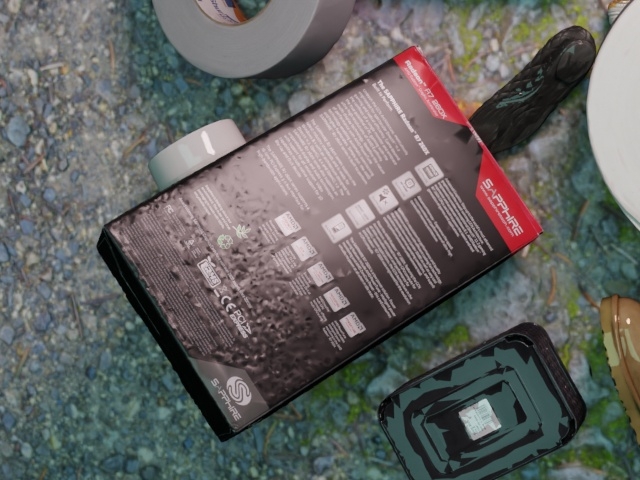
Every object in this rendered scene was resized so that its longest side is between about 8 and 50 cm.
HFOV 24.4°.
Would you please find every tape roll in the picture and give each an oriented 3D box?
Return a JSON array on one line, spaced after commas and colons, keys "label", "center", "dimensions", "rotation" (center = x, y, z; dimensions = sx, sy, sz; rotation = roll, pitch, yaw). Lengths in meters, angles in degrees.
[{"label": "tape roll", "center": [-0.068, -0.274, 1.503], "dimensions": [0.219, 0.072, 0.219], "rotation": [4, 97, 33]}, {"label": "tape roll", "center": [0.389, -0.125, 1.375], "dimensions": [0.286, 0.100, 0.286], "rotation": [2, 102, 10]}]

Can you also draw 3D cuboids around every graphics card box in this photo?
[{"label": "graphics card box", "center": [0.000, 0.000, 1.429], "dimensions": [0.371, 0.094, 0.232], "rotation": [-32, 86, -19]}]

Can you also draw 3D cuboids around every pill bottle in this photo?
[{"label": "pill bottle", "center": [-0.080, -0.002, 1.529], "dimensions": [0.131, 0.131, 0.229], "rotation": [-31, 86, 17]}]

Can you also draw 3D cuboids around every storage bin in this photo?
[{"label": "storage bin", "center": [0.164, 0.174, 1.497], "dimensions": [0.180, 0.084, 0.122], "rotation": [-29, 86, 18]}]

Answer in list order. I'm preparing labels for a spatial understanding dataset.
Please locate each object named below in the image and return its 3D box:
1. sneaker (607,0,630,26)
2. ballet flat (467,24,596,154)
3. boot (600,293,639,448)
[{"label": "sneaker", "center": [0.323, -0.217, 1.444], "dimensions": [0.083, 0.032, 0.037], "rotation": [2, 112, 19]}, {"label": "ballet flat", "center": [0.209, -0.145, 1.483], "dimensions": [0.057, 0.049, 0.173], "rotation": [41, 112, -19]}, {"label": "boot", "center": [0.426, 0.127, 1.416], "dimensions": [0.270, 0.089, 0.236], "rotation": [-18, 102, 18]}]
